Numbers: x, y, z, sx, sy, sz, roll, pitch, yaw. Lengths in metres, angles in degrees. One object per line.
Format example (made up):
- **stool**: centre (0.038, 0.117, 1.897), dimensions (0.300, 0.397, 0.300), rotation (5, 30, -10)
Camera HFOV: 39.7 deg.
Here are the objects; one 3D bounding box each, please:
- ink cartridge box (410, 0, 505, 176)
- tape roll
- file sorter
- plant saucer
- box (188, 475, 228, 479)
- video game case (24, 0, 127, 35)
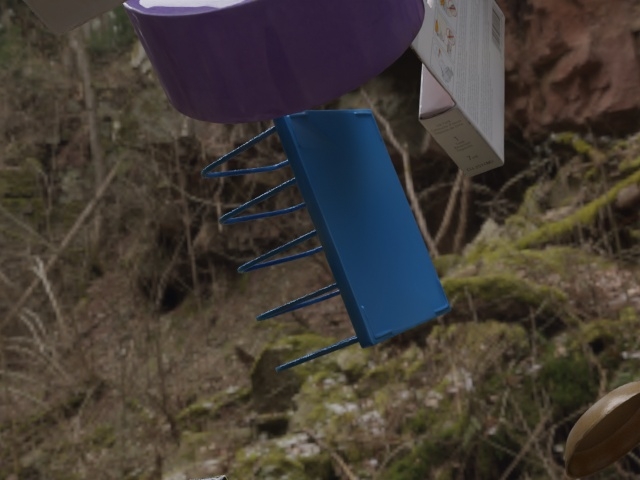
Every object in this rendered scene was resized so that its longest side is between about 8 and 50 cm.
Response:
- **ink cartridge box**: centre (0.155, -0.256, 1.108), dimensions (0.060, 0.275, 0.239), rotation (-18, -42, 33)
- **tape roll**: centre (-0.031, -0.164, 0.590), dimensions (0.189, 0.189, 0.080), rotation (-10, -50, 17)
- **file sorter**: centre (0.000, 0.000, 0.669), dimensions (0.104, 0.170, 0.118), rotation (-25, -7, 34)
- **plant saucer**: centre (0.179, 0.112, 0.540), dimensions (0.083, 0.015, 0.083), rotation (-22, -40, -20)
- **box**: centre (-0.157, 0.365, 0.970), dimensions (0.058, 0.087, 0.232), rotation (-16, 17, 28)
- **video game case**: centre (-0.096, -0.166, 0.276), dimensions (0.173, 0.022, 0.190), rotation (-11, -50, 40)
